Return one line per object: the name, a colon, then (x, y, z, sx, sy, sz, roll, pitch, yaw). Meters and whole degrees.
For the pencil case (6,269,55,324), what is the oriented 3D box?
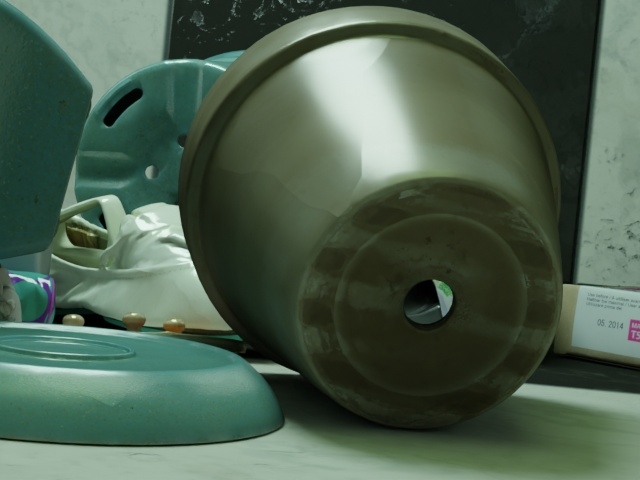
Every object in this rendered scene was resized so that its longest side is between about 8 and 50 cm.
pencil case: (-0.318, 0.056, 1.315, 0.151, 0.064, 0.070, 6, 40, -18)

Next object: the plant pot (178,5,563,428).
plant pot: (0.058, 0.003, 1.117, 0.323, 0.323, 0.280, 5, 19, -11)

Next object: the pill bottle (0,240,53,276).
pill bottle: (-0.409, -0.004, 1.406, 0.283, 0.161, 0.161, 6, 2, -6)

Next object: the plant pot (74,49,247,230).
plant pot: (-0.124, -0.077, 1.738, 0.341, 0.341, 0.334, 6, 2, 11)

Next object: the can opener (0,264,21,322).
can opener: (-0.336, 0.061, 1.144, 0.093, 0.074, 0.280, -11, -4, 23)

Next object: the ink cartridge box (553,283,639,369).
ink cartridge box: (0.419, 0.105, 1.651, 0.234, 0.088, 0.193, 8, 2, 44)

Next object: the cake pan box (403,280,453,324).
cake pan box: (0.047, 0.001, 1.503, 0.245, 0.267, 0.070, 5, -30, -27)

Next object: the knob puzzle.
knob puzzle: (-0.154, 0.077, 1.230, 0.213, 0.030, 0.213, 3, -6, 0)

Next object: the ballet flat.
ballet flat: (-0.195, 0.020, 1.466, 0.139, 0.139, 0.400, 4, 0, -43)

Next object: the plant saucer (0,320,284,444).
plant saucer: (-0.181, 0.091, 1.001, 0.317, 0.044, 0.317, 6, 1, 0)

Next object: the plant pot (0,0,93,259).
plant pot: (-0.338, -0.094, 1.198, 0.252, 0.247, 0.248, 17, -8, -26)
